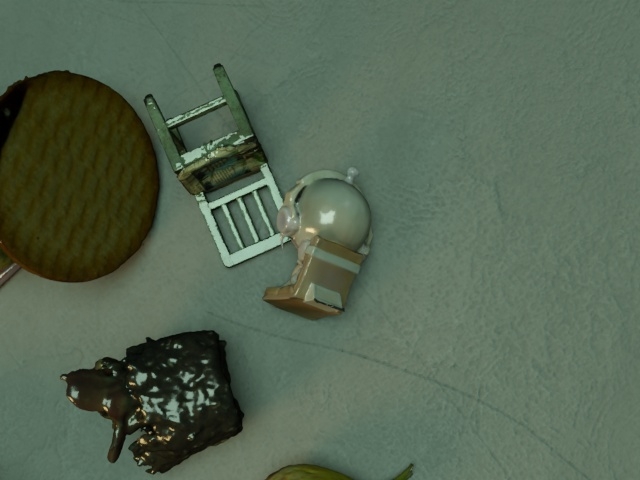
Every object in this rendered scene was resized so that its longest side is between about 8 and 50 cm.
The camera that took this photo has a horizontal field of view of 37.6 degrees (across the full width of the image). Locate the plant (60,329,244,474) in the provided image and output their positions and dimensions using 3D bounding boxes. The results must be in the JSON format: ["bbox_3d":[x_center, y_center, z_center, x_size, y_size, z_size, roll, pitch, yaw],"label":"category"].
[{"bbox_3d":[-0.232,0.237,1.378,0.234,0.204,0.178,-18,71,-9],"label":"plant"}]

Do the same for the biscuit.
[{"bbox_3d":[-0.372,-0.094,1.403,0.040,0.318,0.318,-2,79,43],"label":"biscuit"}]

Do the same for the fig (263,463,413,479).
[{"bbox_3d":[0.026,0.385,1.372,0.257,0.159,0.159,-20,80,-18],"label":"fig"}]

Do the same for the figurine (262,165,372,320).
[{"bbox_3d":[0.002,-0.001,1.430,0.162,0.141,0.237,19,79,-30],"label":"figurine"}]

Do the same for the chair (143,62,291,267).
[{"bbox_3d":[-0.149,-0.111,1.444,0.136,0.147,0.270,-23,79,1],"label":"chair"}]

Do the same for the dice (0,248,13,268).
[{"bbox_3d":[-0.568,-0.090,1.409,0.226,0.238,0.233,3,75,18],"label":"dice"}]

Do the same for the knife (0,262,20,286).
[{"bbox_3d":[-0.479,-0.005,1.511,0.398,0.038,0.132,-43,78,-2],"label":"knife"}]
